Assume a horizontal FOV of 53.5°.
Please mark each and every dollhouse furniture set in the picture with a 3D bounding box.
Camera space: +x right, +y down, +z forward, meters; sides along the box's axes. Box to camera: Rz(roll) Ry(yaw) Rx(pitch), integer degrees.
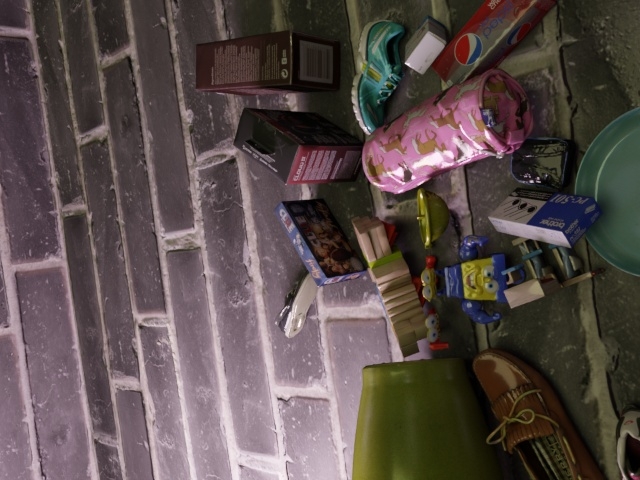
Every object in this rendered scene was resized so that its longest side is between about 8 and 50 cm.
[{"bbox_3d":[0.445,0.038,1.252,0.129,0.184,0.129,-31,75,40],"label":"dollhouse furniture set"}]

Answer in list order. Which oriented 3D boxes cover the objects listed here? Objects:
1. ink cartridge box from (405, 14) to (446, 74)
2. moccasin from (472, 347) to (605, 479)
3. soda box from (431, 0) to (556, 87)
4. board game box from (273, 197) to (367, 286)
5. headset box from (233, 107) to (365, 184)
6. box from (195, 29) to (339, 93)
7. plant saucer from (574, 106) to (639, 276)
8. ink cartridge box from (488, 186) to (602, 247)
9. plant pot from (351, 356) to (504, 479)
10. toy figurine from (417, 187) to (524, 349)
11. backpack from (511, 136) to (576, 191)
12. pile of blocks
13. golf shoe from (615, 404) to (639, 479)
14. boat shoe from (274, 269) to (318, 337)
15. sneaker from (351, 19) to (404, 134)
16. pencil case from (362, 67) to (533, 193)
[{"bbox_3d":[0.235,-0.439,1.422,0.052,0.122,0.088,29,124,-13],"label":"ink cartridge box"},{"bbox_3d":[0.439,0.401,1.330,0.139,0.147,0.380,-39,70,38],"label":"moccasin"},{"bbox_3d":[0.360,-0.433,1.335,0.263,0.083,0.092,-47,66,35],"label":"soda box"},{"bbox_3d":[0.000,0.000,1.667,0.042,0.165,0.243,-46,66,36],"label":"board game box"},{"bbox_3d":[-0.058,-0.239,1.601,0.218,0.293,0.110,38,119,32],"label":"headset box"},{"bbox_3d":[-0.149,-0.472,1.725,0.381,0.191,0.143,6,100,41],"label":"box"},{"bbox_3d":[0.617,-0.089,1.145,0.318,0.044,0.317,-1,89,52],"label":"plant saucer"},{"bbox_3d":[0.438,-0.050,1.256,0.046,0.097,0.207,51,167,-24],"label":"ink cartridge box"},{"bbox_3d":[0.227,0.448,1.429,0.367,0.367,0.352,-18,72,42],"label":"plant pot"},{"bbox_3d":[0.339,0.056,1.420,0.217,0.191,0.362,-5,89,13],"label":"toy figurine"},{"bbox_3d":[0.452,-0.159,1.287,0.114,0.084,0.105,14,105,37],"label":"backpack"},{"bbox_3d":[0.191,0.098,1.565,0.113,0.149,0.362,-20,91,-1],"label":"pile of blocks"},{"bbox_3d":[0.608,0.457,1.206,0.105,0.120,0.272,-12,89,41],"label":"golf shoe"},{"bbox_3d":[-0.070,0.169,1.808,0.079,0.084,0.233,42,124,30],"label":"boat shoe"},{"bbox_3d":[0.144,-0.390,1.532,0.110,0.107,0.275,11,104,31],"label":"sneaker"},{"bbox_3d":[0.258,-0.222,1.375,0.160,0.167,0.386,42,148,-21],"label":"pencil case"}]
